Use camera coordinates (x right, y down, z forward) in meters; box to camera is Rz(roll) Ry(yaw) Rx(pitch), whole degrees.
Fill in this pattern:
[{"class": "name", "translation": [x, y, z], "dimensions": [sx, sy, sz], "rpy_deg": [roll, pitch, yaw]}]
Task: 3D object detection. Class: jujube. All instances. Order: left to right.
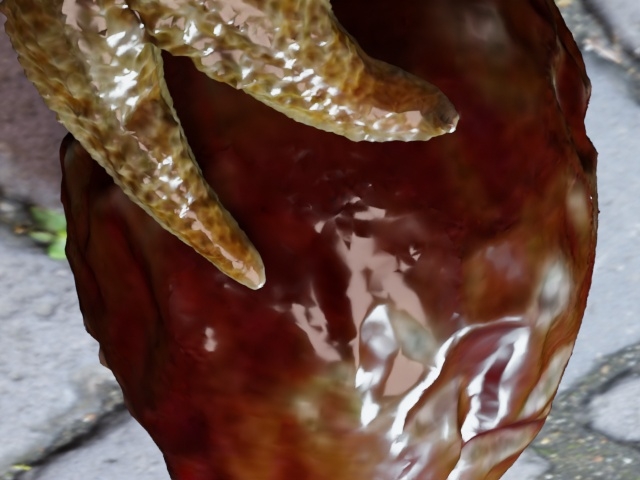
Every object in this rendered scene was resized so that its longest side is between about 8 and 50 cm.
[{"class": "jujube", "translation": [0.001, 0.000, 1.016], "dimensions": [0.276, 0.276, 0.377], "rpy_deg": [-8, 145, -4]}]

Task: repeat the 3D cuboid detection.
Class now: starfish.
[{"class": "starfish", "translation": [-0.089, -0.147, 0.775], "dimensions": [0.327, 0.094, 0.375], "rpy_deg": [2, 115, 8]}]
